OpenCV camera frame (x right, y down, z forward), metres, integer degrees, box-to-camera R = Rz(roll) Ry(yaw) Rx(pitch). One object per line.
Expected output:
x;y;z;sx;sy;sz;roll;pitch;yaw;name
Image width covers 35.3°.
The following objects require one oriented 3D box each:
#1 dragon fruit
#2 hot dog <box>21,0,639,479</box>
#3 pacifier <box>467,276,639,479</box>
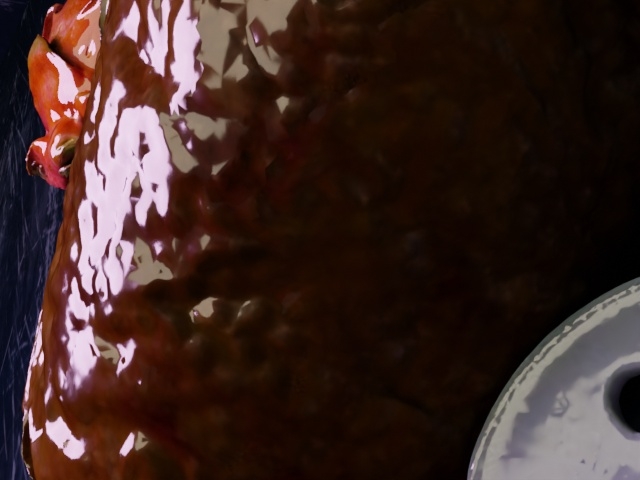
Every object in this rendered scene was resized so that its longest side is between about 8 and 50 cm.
-0.141;-0.136;0.865;0.224;0.224;0.227;8;83;62;dragon fruit
0.000;0.000;0.457;0.174;0.266;0.388;-63;-6;-68;hot dog
0.111;0.120;0.276;0.227;0.207;0.279;-16;60;42;pacifier
